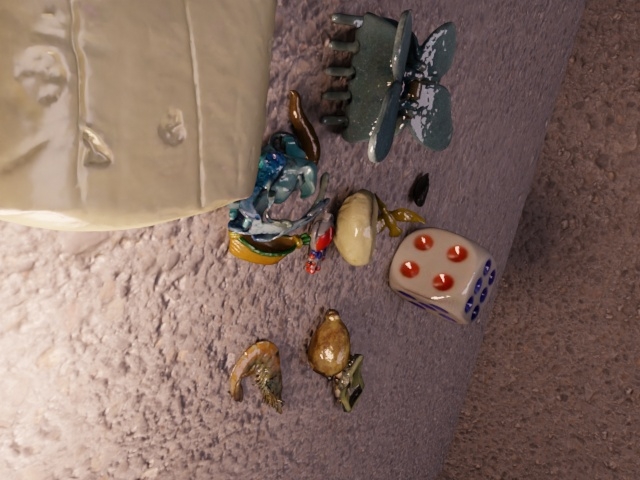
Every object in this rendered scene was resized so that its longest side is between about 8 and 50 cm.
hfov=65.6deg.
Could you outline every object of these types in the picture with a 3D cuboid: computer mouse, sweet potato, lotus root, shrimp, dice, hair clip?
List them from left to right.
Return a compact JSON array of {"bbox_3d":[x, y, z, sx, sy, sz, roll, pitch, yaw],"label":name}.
[{"bbox_3d":[-0.169,0.406,1.366,0.169,0.058,0.296,-30,128,-33],"label":"shrimp"},{"bbox_3d":[-0.035,-0.237,1.184,0.069,0.059,0.250,-24,123,-30],"label":"sweet potato"},{"bbox_3d":[0.033,0.319,1.519,0.138,0.138,0.214,10,91,-55],"label":"lotus root"},{"bbox_3d":[0.093,0.491,1.744,0.138,0.091,0.321,-55,156,-32],"label":"hair clip"},{"bbox_3d":[0.152,-0.378,1.198,0.392,0.238,0.319,-21,124,-48],"label":"hair clip"},{"bbox_3d":[0.356,-0.180,1.762,0.079,0.047,0.135,68,41,-61],"label":"computer mouse"},{"bbox_3d":[0.456,0.132,1.844,0.277,0.304,0.304,-59,145,-11],"label":"dice"}]

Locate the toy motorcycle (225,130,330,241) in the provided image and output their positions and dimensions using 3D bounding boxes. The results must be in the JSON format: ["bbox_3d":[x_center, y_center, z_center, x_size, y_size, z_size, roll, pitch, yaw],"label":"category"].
[{"bbox_3d":[-0.093,-0.115,1.064,0.260,0.206,0.154,-42,175,-34],"label":"toy motorcycle"}]

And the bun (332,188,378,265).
[{"bbox_3d":[0.096,-0.037,1.426,0.222,0.127,0.223,2,90,-80],"label":"bun"}]

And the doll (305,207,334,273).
[{"bbox_3d":[0.000,0.000,1.363,0.104,0.062,0.195,-10,124,-39],"label":"doll"}]

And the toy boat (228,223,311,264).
[{"bbox_3d":[-0.125,0.003,1.150,0.229,0.089,0.088,11,123,-44],"label":"toy boat"}]

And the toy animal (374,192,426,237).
[{"bbox_3d":[0.205,-0.076,1.590,0.219,0.155,0.095,-26,174,9],"label":"toy animal"}]

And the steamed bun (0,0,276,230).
[{"bbox_3d":[-0.281,-0.223,0.652,0.455,0.289,0.372,-11,112,-54],"label":"steamed bun"}]
